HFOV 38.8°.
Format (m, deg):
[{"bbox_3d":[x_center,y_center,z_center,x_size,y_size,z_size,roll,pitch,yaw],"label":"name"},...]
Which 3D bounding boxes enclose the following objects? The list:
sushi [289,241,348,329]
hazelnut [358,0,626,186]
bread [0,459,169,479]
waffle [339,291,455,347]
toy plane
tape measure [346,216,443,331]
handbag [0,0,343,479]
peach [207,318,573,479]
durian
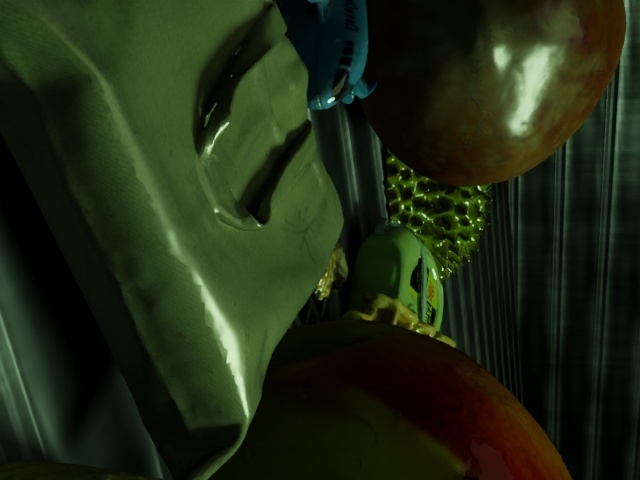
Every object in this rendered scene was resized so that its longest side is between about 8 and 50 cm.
[{"bbox_3d":[0.000,0.000,0.905,0.192,0.040,0.210,-73,155,-45],"label":"sushi"},{"bbox_3d":[0.181,-0.243,1.031,0.366,0.366,0.365,-1,90,-72],"label":"hazelnut"},{"bbox_3d":[-0.114,0.178,0.427,0.236,0.106,0.139,47,53,-63],"label":"bread"},{"bbox_3d":[0.056,0.139,0.939,0.211,0.055,0.160,40,75,-51],"label":"waffle"},{"bbox_3d":[0.004,-0.207,0.825,0.254,0.105,0.271,71,26,-43],"label":"toy plane"},{"bbox_3d":[0.091,0.068,1.104,0.154,0.088,0.177,38,56,-51],"label":"tape measure"},{"bbox_3d":[-0.080,-0.052,0.544,0.253,0.109,0.315,-61,139,-51],"label":"handbag"},{"bbox_3d":[0.072,0.248,0.717,0.242,0.306,0.380,-24,107,-63],"label":"peach"},{"bbox_3d":[0.149,-0.088,1.320,0.169,0.158,0.351,-148,-130,-69],"label":"durian"}]
